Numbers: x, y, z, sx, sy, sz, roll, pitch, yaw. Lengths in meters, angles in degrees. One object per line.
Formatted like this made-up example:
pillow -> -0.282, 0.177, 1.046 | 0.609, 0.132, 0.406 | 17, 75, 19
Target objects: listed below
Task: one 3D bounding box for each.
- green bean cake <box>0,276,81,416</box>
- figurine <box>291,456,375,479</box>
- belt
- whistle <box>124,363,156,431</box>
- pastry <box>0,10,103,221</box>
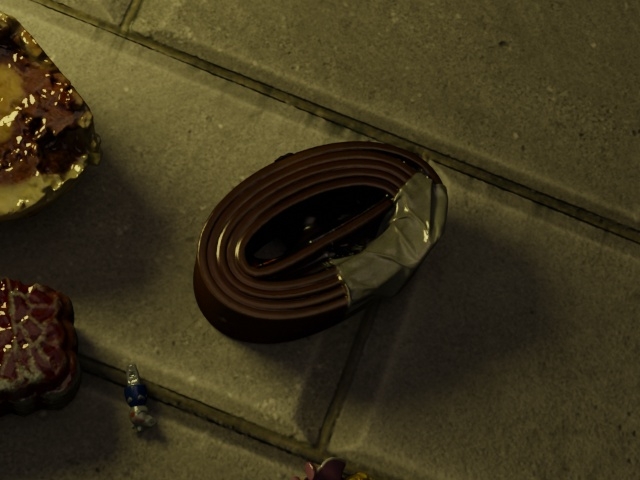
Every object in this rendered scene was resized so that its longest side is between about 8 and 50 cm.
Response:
green bean cake -> -0.409, 0.118, 1.673 | 0.232, 0.097, 0.199 | -4, 71, -11
figurine -> 0.040, 0.344, 1.680 | 0.115, 0.095, 0.156 | 1, 50, -31
belt -> 0.000, 0.000, 1.774 | 0.338, 0.122, 0.217 | -24, 75, -17
whistle -> -0.225, 0.193, 1.715 | 0.033, 0.029, 0.083 | -14, 77, 5
pastry -> -0.409, -0.135, 1.734 | 0.236, 0.170, 0.256 | -39, 86, 0
